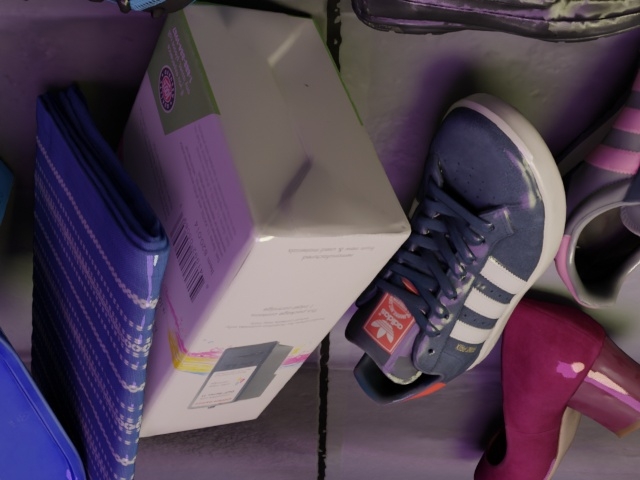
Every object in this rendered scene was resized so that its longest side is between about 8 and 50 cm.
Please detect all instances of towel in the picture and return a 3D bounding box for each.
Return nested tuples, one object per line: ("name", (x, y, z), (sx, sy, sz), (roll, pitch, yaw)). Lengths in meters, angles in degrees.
("towel", (-0.185, 0.072, 0.695), (0.040, 0.243, 0.336), (-8, 128, -31))

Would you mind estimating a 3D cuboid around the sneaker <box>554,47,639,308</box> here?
("sneaker", (0.274, -0.070, 0.642), (0.112, 0.131, 0.319), (11, 139, -11))

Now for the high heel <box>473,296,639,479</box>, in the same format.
("high heel", (0.228, 0.189, 1.009), (0.181, 0.127, 0.377), (35, 141, 5))

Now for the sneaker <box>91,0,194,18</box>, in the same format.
("sneaker", (-0.147, -0.185, 0.522), (0.340, 0.125, 0.140), (-7, 144, 13))

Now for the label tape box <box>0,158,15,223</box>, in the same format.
("label tape box", (-0.471, -0.060, 0.685), (0.347, 0.115, 0.249), (-13, 139, 13))

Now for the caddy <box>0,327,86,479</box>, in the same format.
("caddy", (-0.339, 0.154, 0.662), (0.241, 0.179, 0.341), (-34, 129, -24))

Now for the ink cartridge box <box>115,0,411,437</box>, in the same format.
("ink cartridge box", (-0.092, 0.016, 0.682), (0.119, 0.207, 0.353), (-2, 146, -32))

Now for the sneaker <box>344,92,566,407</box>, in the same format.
("sneaker", (0.097, 0.036, 0.736), (0.148, 0.131, 0.350), (-31, 147, -25))

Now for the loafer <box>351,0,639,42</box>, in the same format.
("loafer", (0.128, -0.178, 0.559), (0.223, 0.076, 0.078), (2, 148, 5))
